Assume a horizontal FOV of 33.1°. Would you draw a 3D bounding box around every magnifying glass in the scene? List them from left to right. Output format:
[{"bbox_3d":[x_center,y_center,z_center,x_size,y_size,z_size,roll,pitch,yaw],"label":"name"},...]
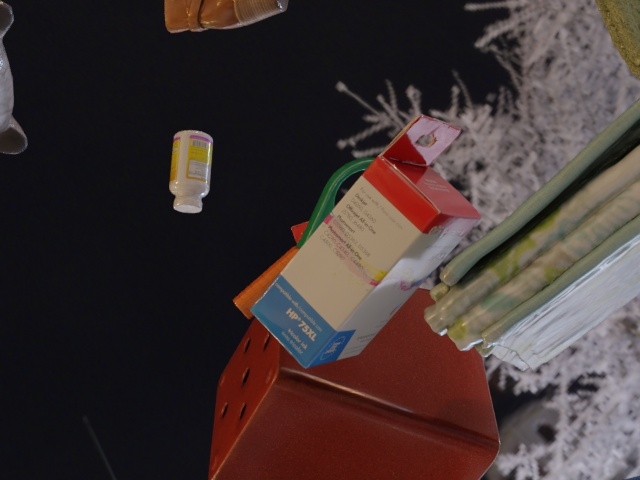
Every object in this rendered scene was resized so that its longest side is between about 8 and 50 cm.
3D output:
[{"bbox_3d":[0.000,0.000,1.177,0.231,0.026,0.092,-41,-68,-2],"label":"magnifying glass"}]

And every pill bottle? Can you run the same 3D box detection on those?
[{"bbox_3d":[-0.140,-0.074,1.163,0.043,0.043,0.083,15,-109,-35],"label":"pill bottle"}]

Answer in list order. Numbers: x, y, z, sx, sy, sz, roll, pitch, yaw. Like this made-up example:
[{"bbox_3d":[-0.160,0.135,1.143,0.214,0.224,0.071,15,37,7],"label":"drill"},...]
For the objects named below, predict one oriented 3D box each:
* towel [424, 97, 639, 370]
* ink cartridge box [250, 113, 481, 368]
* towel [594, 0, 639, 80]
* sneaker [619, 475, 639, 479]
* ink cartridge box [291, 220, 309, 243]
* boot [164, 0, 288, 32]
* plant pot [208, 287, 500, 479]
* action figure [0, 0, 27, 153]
[{"bbox_3d":[0.273,-0.026,0.934,0.374,0.090,0.320,-38,-18,9],"label":"towel"},{"bbox_3d":[0.058,0.002,0.967,0.231,0.078,0.134,-50,-18,16],"label":"ink cartridge box"},{"bbox_3d":[0.254,-0.209,0.864,0.110,0.027,0.148,-28,-86,-33],"label":"towel"},{"bbox_3d":[0.230,0.223,0.781,0.232,0.090,0.081,-21,-77,-2],"label":"sneaker"},{"bbox_3d":[0.052,0.021,1.672,0.179,0.045,0.146,-18,-79,19],"label":"ink cartridge box"},{"bbox_3d":[-0.110,-0.335,1.308,0.152,0.197,0.073,-8,-41,21],"label":"boot"},{"bbox_3d":[0.018,0.193,1.221,0.235,0.267,0.267,23,-60,-14],"label":"plant pot"},{"bbox_3d":[-0.262,-0.053,0.360,0.330,0.341,0.179,-4,-77,-26],"label":"action figure"}]
